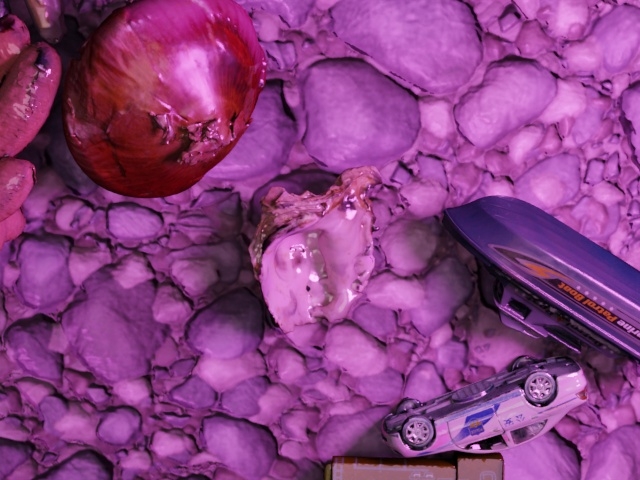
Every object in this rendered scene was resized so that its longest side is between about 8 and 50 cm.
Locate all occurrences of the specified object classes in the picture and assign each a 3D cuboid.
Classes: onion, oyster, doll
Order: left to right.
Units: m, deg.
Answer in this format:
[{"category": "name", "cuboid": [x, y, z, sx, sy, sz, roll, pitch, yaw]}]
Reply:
[{"category": "doll", "cuboid": [-0.343, -0.080, 1.463, 0.201, 0.156, 0.303, 47, 108, 30]}, {"category": "onion", "cuboid": [-0.138, -0.138, 1.425, 0.163, 0.230, 0.230, 30, 95, 39]}, {"category": "oyster", "cuboid": [0.000, 0.000, 1.522, 0.191, 0.081, 0.163, -41, 120, 4]}]

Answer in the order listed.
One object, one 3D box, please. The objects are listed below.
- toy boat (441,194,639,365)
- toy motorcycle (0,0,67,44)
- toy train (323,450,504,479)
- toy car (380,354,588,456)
[{"category": "toy boat", "cuboid": [0.255, 0.046, 1.502, 0.296, 0.114, 0.122, 30, 113, -2]}, {"category": "toy motorcycle", "cuboid": [-0.340, -0.359, 1.466, 0.223, 0.108, 0.341, -12, 88, 11]}, {"category": "toy train", "cuboid": [0.092, 0.293, 1.534, 0.225, 0.090, 0.137, 2, 87, 0]}, {"category": "toy car", "cuboid": [0.176, 0.186, 1.523, 0.224, 0.090, 0.076, -20, 98, 1]}]
